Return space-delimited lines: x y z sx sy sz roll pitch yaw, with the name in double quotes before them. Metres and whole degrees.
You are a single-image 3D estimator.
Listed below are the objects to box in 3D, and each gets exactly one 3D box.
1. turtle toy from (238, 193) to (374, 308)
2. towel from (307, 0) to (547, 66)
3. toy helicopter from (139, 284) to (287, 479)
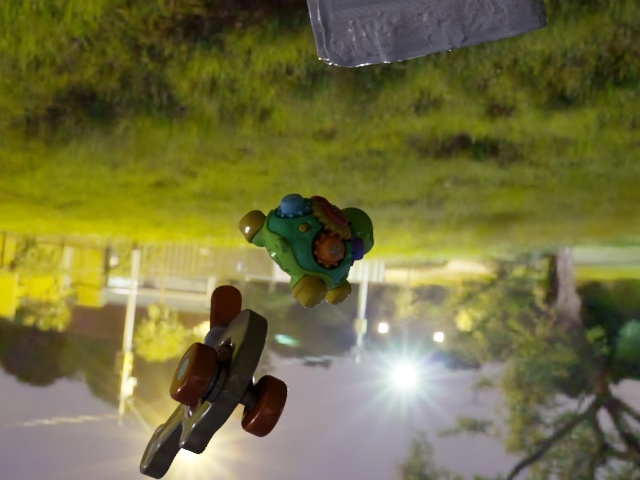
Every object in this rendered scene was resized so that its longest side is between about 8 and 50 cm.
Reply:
"turtle toy" 0.000 0.000 0.803 0.095 0.066 0.130 49 -161 18
"towel" 0.111 -0.313 1.158 0.282 0.187 0.049 -8 -165 22
"toy helicopter" -0.176 0.224 1.437 0.140 0.235 0.355 27 128 -17
